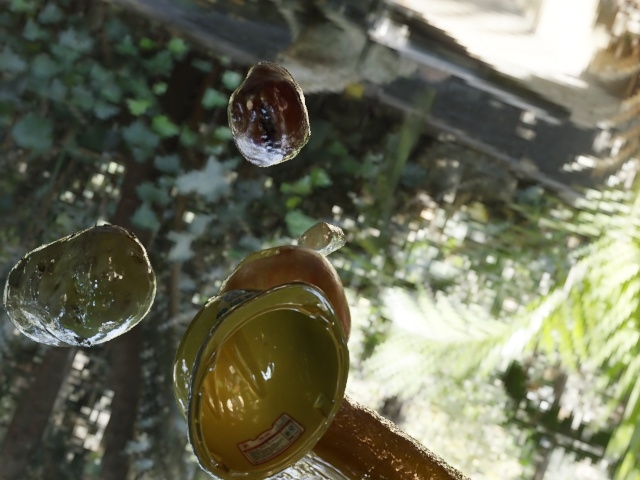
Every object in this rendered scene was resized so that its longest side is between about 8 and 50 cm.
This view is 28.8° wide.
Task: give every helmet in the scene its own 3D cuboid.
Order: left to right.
[{"bbox_3d":[-0.087,0.131,1.365,0.205,0.257,0.140,-25,-142,-26],"label":"helmet"}]

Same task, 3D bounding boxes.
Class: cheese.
[{"bbox_3d":[0.000,0.000,1.972,0.043,0.065,0.194,61,-173,3],"label":"cheese"}]

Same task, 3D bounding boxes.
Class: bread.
[{"bbox_3d":[0.069,0.329,1.607,0.337,0.148,0.328,33,146,7],"label":"bread"}]

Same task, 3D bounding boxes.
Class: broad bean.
[{"bbox_3d":[-0.081,-0.194,1.896,0.122,0.156,0.228,-15,-167,-1],"label":"broad bean"}]

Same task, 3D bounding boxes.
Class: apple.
[{"bbox_3d":[-0.046,0.090,1.602,0.199,0.199,0.199,21,180,0],"label":"apple"}]

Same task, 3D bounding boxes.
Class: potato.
[{"bbox_3d":[-0.314,0.062,1.641,0.165,0.165,0.262,21,162,-32],"label":"potato"}]
